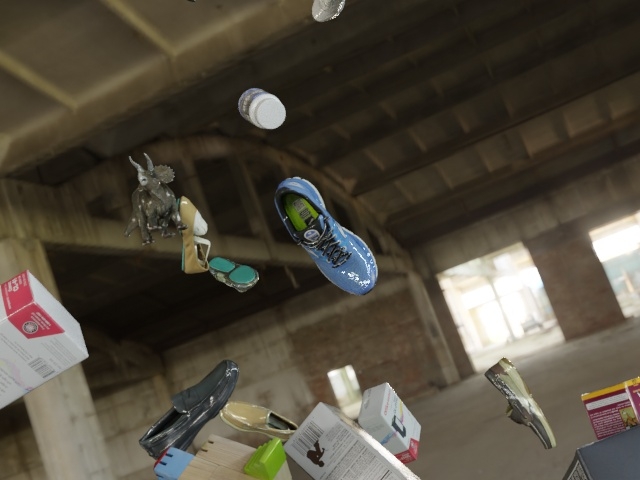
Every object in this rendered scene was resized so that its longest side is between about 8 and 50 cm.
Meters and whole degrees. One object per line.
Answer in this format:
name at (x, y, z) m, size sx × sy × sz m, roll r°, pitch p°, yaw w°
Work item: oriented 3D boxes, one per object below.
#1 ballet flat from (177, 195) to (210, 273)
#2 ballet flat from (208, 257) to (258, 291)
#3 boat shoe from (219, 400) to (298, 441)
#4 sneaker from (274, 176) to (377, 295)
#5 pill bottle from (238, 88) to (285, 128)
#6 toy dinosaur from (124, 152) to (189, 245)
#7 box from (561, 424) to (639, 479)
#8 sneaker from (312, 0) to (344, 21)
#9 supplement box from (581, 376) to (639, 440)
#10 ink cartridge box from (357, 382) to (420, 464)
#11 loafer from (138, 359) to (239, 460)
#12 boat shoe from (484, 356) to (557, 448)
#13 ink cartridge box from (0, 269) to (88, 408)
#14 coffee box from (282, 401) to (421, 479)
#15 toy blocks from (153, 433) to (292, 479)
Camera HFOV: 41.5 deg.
ballet flat at (-0.308, -0.013, 2.079) m, size 0.073 × 0.080 × 0.232 m, roll 4°, pitch -48°, yaw 2°
ballet flat at (-0.201, 0.091, 2.043) m, size 0.070 × 0.070 × 0.188 m, roll -14°, pitch 23°, yaw -33°
boat shoe at (-0.138, 0.409, 1.948) m, size 0.190 × 0.068 × 0.072 m, roll 20°, pitch -32°, yaw -22°
sneaker at (0.000, 0.000, 1.949) m, size 0.130 × 0.330 × 0.147 m, roll -42°, pitch -3°, yaw 15°
pill bottle at (-0.129, -0.292, 1.878) m, size 0.078 × 0.078 × 0.137 m, roll -18°, pitch 22°, yaw -15°
toy dinosaur at (-0.394, -0.084, 1.995) m, size 0.121 × 0.160 × 0.313 m, roll -9°, pitch -11°, yaw -22°
box at (0.552, 0.488, 1.403) m, size 0.183 × 0.296 × 0.294 m, roll -20°, pitch -28°, yaw -1°
sneaker at (0.021, -0.419, 1.416) m, size 0.061 × 0.053 × 0.152 m, roll -34°, pitch -3°, yaw -39°
supplement box at (0.610, 0.378, 1.673) m, size 0.081 × 0.188 × 0.104 m, roll -2°, pitch -21°, yaw -46°
ink cartridge box at (0.181, 0.478, 2.195) m, size 0.072 × 0.175 × 0.127 m, roll -26°, pitch 23°, yaw 26°
loafer at (-0.233, 0.299, 1.512) m, size 0.223 × 0.078 × 0.076 m, roll -50°, pitch 23°, yaw -2°
boat shoe at (0.300, 0.250, 1.268) m, size 0.049 × 0.152 × 0.056 m, roll -31°, pitch -6°, yaw 2°
ink cartridge box at (-0.716, 0.240, 1.889) m, size 0.306 × 0.131 × 0.226 m, roll -29°, pitch -45°, yaw -2°
coffee box at (0.091, 0.443, 1.559) m, size 0.119 × 0.297 × 0.168 m, roll -50°, pitch -20°, yaw -3°
toy blocks at (-0.162, 0.450, 1.405) m, size 0.261 × 0.381 × 0.190 m, roll 12°, pitch 44°, yaw 28°
